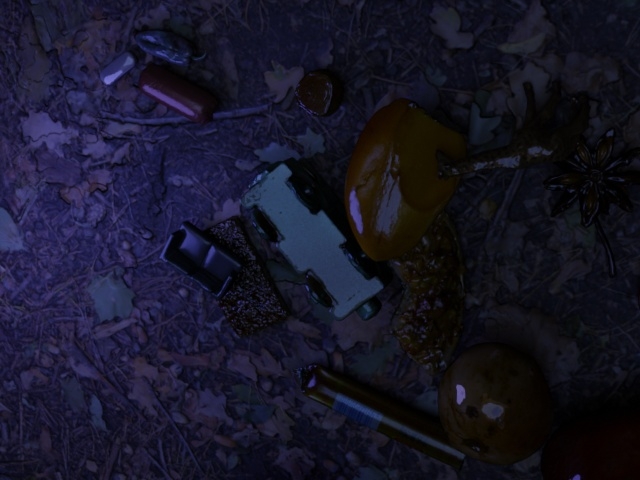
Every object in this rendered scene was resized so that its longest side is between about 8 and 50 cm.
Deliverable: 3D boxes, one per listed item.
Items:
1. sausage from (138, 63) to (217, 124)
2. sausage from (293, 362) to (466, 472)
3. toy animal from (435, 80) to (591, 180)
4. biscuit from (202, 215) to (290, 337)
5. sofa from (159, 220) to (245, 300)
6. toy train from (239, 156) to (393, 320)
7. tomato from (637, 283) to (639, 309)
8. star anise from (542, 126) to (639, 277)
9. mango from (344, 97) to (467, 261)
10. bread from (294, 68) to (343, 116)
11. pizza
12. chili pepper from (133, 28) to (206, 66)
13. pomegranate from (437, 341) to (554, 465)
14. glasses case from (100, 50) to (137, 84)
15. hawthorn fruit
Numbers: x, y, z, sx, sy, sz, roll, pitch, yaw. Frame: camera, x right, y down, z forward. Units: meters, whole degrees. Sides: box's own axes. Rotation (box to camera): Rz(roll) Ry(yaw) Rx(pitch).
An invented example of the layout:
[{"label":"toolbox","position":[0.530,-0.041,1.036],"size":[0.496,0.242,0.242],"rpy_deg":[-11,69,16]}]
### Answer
[{"label":"sausage","position":[-0.261,-0.268,1.682],"size":[0.154,0.062,0.062],"rpy_deg":[29,113,7]},{"label":"sausage","position":[0.113,0.331,1.757],"size":[0.371,0.082,0.082],"rpy_deg":[24,113,9]},{"label":"toy animal","position":[0.318,-0.161,1.479],"size":[0.275,0.054,0.149],"rpy_deg":[-39,70,-8]},{"label":"biscuit","position":[-0.161,0.075,1.784],"size":[0.131,0.025,0.231],"rpy_deg":[-26,98,23]},{"label":"sofa","position":[-0.227,0.039,1.746],"size":[0.147,0.060,0.085],"rpy_deg":[36,116,6]},{"label":"toy train","position":[0.000,0.000,1.641],"size":[0.129,0.159,0.326],"rpy_deg":[-40,89,21]},{"label":"tomato","position":[0.602,0.094,1.496],"size":[0.167,0.167,0.167],"rpy_deg":[5,109,15]},{"label":"star anise","position":[0.442,-0.074,1.520],"size":[0.177,0.073,0.234],"rpy_deg":[19,95,10]},{"label":"mango","position":[0.126,-0.093,1.547],"size":[0.187,0.138,0.257],"rpy_deg":[30,89,-4]},{"label":"bread","position":[0.001,-0.260,1.611],"size":[0.085,0.053,0.085],"rpy_deg":[7,105,27]},{"label":"pizza","position":[0.196,0.092,1.608],"size":[0.085,0.161,0.305],"rpy_deg":[13,105,51]},{"label":"chili pepper","position":[-0.281,-0.355,1.673],"size":[0.153,0.041,0.050],"rpy_deg":[23,70,9]},{"label":"pomegranate","position":[0.313,0.281,1.616],"size":[0.215,0.215,0.215],"rpy_deg":[5,109,15]},{"label":"glasses case","position":[-0.380,-0.323,1.722],"size":[0.083,0.021,0.032],"rpy_deg":[-33,98,24]},{"label":"hawthorn fruit","position":[0.534,0.400,1.562],"size":[0.307,0.265,0.265],"rpy_deg":[-33,96,10]}]
